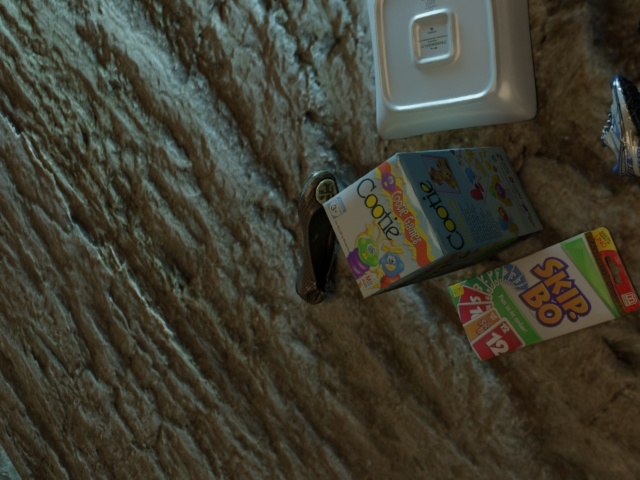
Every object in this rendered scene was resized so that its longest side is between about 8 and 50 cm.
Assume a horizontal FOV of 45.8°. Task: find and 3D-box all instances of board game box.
[{"bbox_3d":[0.162,-0.032,1.045,0.142,0.275,0.144,-32,76,39],"label":"board game box"},{"bbox_3d":[0.315,0.082,1.096,0.259,0.039,0.124,-27,80,37],"label":"board game box"}]

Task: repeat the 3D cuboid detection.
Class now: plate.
[{"bbox_3d":[0.178,-0.303,1.140,0.277,0.045,0.277,-2,96,41],"label":"plate"}]

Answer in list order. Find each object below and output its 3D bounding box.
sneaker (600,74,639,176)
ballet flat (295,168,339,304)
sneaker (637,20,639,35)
[{"bbox_3d":[0.388,-0.145,0.983,0.058,0.052,0.135,-13,88,45],"label":"sneaker"},{"bbox_3d":[0.000,0.000,1.315,0.058,0.084,0.249,34,124,49],"label":"ballet flat"},{"bbox_3d":[0.489,-0.204,0.863,0.293,0.102,0.146,51,130,28],"label":"sneaker"}]
